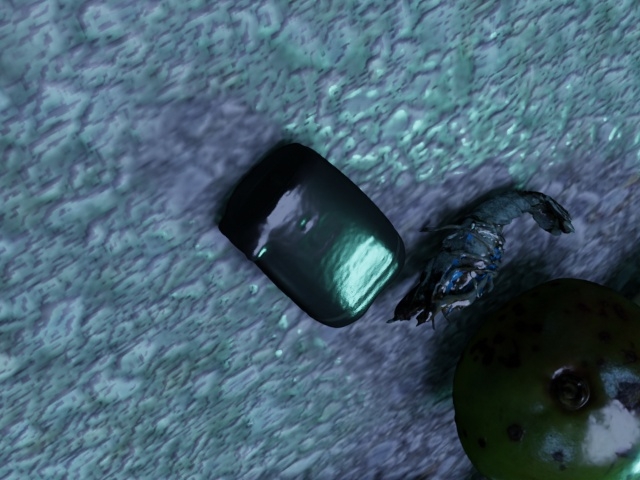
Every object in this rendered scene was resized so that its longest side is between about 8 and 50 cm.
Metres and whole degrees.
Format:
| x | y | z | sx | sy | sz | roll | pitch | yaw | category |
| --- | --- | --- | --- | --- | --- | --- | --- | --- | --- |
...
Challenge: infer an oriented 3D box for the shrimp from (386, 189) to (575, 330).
| x | y | z | sx | sy | sz | roll | pitch | yaw | category |
| --- | --- | --- | --- | --- | --- | --- | --- | --- | --- |
| 0.122 | 0.009 | 0.755 | 0.174 | 0.076 | 0.082 | -34 | 178 | -20 | shrimp |

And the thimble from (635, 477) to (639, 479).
| x | y | z | sx | sy | sz | roll | pitch | yaw | category |
| --- | --- | --- | --- | --- | --- | --- | --- | --- | --- |
| 0.270 | 0.320 | 0.994 | 0.219 | 0.150 | 0.219 | -10 | 139 | -9 | thimble |

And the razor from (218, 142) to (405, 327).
| x | y | z | sx | sy | sz | roll | pitch | yaw | category |
| --- | --- | --- | --- | --- | --- | --- | --- | --- | --- |
| 0.000 | 0.000 | 0.638 | 0.090 | 0.054 | 0.148 | -49 | 139 | -3 | razor |

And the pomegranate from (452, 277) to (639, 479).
| x | y | z | sx | sy | sz | roll | pitch | yaw | category |
| --- | --- | --- | --- | --- | --- | --- | --- | --- | --- |
| 0.217 | 0.140 | 0.849 | 0.202 | 0.202 | 0.248 | -45 | 169 | -2 | pomegranate |

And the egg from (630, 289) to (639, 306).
| x | y | z | sx | sy | sz | roll | pitch | yaw | category |
| --- | --- | --- | --- | --- | --- | --- | --- | --- | --- |
| 0.405 | 0.140 | 0.958 | 0.219 | 0.219 | 0.269 | -41 | 143 | -6 | egg |
